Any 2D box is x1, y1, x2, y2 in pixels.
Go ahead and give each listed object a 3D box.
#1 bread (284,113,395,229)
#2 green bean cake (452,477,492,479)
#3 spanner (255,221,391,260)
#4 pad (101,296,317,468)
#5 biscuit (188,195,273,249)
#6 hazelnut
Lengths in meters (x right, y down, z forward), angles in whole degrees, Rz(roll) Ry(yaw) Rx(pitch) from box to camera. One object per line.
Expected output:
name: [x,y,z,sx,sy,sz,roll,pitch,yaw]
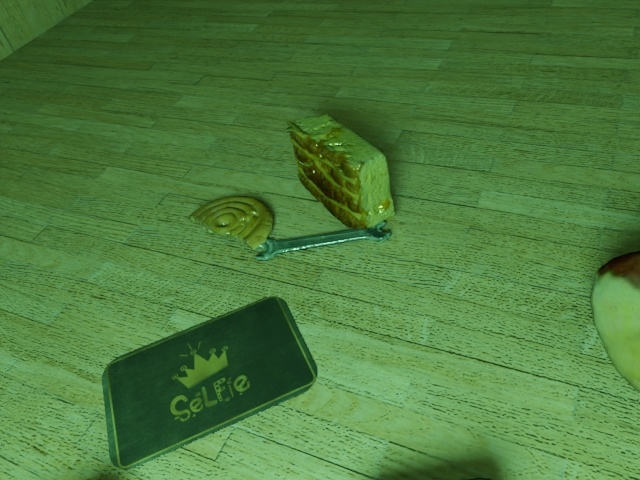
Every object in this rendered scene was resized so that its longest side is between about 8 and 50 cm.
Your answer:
bread: [0.039,-0.152,1.237,0.114,0.184,0.275,-29,43,-17]
green bean cake: [0.141,0.412,0.697,0.208,0.107,0.193,-9,46,5]
spanner: [0.000,0.000,1.219,0.302,0.017,0.071,-10,39,5]
pad: [-0.200,0.242,0.985,0.375,0.063,0.315,-23,44,-9]
biscuit: [-0.190,-0.054,1.300,0.224,0.033,0.144,25,53,36]
hazelnut: [0.532,0.116,0.816,0.261,0.241,0.261,-1,70,3]
